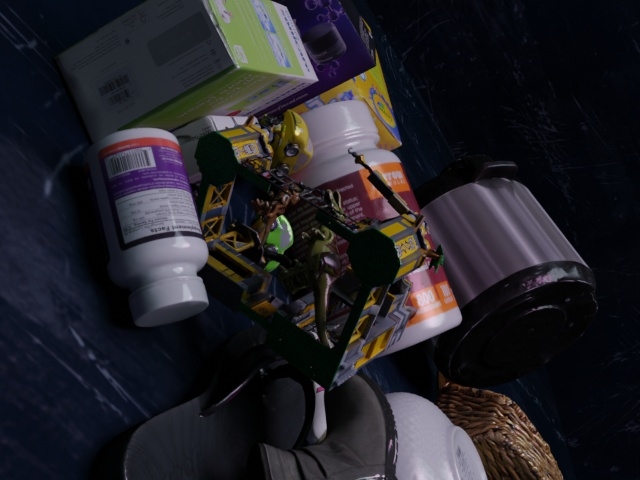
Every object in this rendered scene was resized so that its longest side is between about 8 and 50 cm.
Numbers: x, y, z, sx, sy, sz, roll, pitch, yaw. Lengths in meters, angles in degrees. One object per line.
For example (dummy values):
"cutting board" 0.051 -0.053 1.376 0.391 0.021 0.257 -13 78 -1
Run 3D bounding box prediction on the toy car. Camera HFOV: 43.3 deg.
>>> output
"toy car" -0.067 -0.063 1.176 0.053 0.239 0.225 2 87 -24

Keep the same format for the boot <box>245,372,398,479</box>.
"boot" -0.001 0.222 0.828 0.161 0.083 0.247 16 35 -25

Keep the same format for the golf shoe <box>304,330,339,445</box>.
"golf shoe" -0.013 0.206 1.141 0.086 0.067 0.186 26 37 -18

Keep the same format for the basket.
"basket" 0.358 0.435 1.577 0.299 0.213 0.223 61 27 -13

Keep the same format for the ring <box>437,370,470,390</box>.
"ring" 0.355 0.442 1.865 0.337 0.032 0.337 53 23 -35

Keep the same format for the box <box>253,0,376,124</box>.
"box" -0.070 -0.304 1.248 0.184 0.261 0.103 54 23 -31

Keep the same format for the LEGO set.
"LEGO set" 0.000 0.000 0.946 0.192 0.331 0.255 -24 132 -52

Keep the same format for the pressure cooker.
"pressure cooker" 0.326 0.052 1.698 0.375 0.369 0.420 41 18 -50

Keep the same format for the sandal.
"sandal" -0.077 0.205 0.886 0.168 0.107 0.446 65 19 -4

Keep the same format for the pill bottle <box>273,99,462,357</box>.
"pill bottle" 0.058 -0.011 1.309 0.392 0.224 0.224 69 20 7

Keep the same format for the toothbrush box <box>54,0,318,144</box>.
"toothbrush box" -0.153 -0.215 1.014 0.122 0.206 0.283 66 19 -1

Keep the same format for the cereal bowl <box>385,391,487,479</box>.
"cereal bowl" 0.183 0.400 1.301 0.339 0.141 0.339 51 25 -37

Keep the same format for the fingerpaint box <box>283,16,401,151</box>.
"fingerpaint box" -0.032 -0.407 1.615 0.445 0.163 0.371 41 30 -50

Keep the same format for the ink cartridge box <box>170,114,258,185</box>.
"ink cartridge box" -0.147 -0.116 1.062 0.063 0.109 0.150 68 19 -1

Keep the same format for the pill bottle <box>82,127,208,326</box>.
"pill bottle" -0.181 -0.012 0.859 0.108 0.108 0.194 20 50 -64
